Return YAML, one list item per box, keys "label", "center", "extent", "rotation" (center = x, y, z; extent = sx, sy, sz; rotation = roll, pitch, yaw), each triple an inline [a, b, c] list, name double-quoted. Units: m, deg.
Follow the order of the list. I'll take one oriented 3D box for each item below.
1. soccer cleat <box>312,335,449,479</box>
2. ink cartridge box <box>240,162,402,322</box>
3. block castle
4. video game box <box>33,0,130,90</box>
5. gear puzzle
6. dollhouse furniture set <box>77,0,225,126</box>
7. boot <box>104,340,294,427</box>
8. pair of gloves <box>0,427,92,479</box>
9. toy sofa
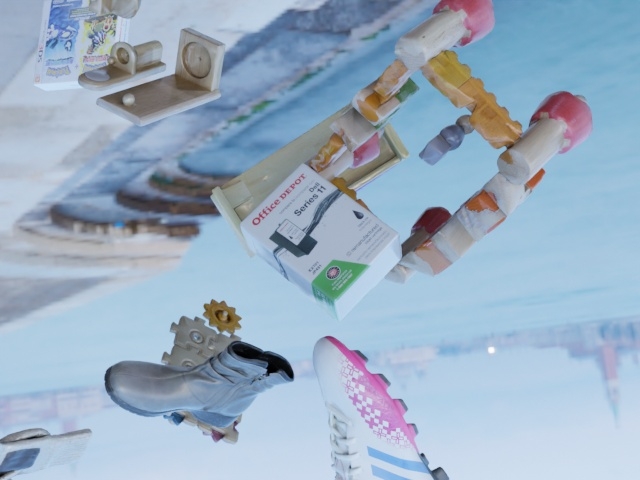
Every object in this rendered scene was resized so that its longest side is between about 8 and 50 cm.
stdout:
- label: "soccer cleat"
  center: [0.062, 0.283, 1.313]
  extent: [0.143, 0.331, 0.116]
  rotation: [-37, -162, -13]
- label: "ink cartridge box"
  center: [0.000, 0.000, 1.548]
  extent: [0.153, 0.208, 0.087]
  rotation: [-46, 156, -16]
- label: "block castle"
  center: [0.190, -0.152, 1.565]
  extent: [0.213, 0.303, 0.453]
  rotation: [-40, 176, -35]
- label: "video game box"
  center: [-0.481, -0.402, 2.008]
  extent: [0.205, 0.187, 0.048]
  rotation: [0, 173, 27]
- label: "gear puzzle"
  center: [-0.215, 0.229, 1.857]
  extent: [0.175, 0.339, 0.044]
  rotation: [27, 126, -16]
- label: "dollhouse furniture set"
  center: [-0.180, -0.219, 0.963]
  extent: [0.144, 0.151, 0.123]
  rotation: [27, -147, 22]
- label: "boot"
  center: [-0.169, 0.186, 1.417]
  extent: [0.246, 0.083, 0.161]
  rotation: [19, 132, -39]
- label: "pair of gloves"
  center: [-0.490, 0.393, 1.580]
  extent: [0.204, 0.042, 0.240]
  rotation: [12, 121, -49]
- label: "toy sofa"
  center: [-0.021, -0.123, 1.891]
  extent: [0.362, 0.150, 0.177]
  rotation: [-33, -179, -3]
